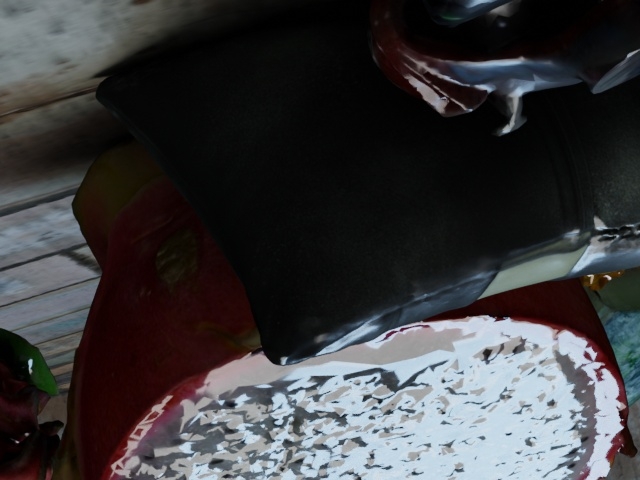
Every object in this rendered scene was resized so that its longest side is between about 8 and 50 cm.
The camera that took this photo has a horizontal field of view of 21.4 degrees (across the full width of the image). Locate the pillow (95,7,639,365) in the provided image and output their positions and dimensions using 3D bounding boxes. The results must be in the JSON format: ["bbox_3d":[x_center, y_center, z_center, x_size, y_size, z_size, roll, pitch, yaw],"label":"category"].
[{"bbox_3d":[0.050,-0.039,0.704,0.249,0.186,0.106,-14,133,-26],"label":"pillow"}]

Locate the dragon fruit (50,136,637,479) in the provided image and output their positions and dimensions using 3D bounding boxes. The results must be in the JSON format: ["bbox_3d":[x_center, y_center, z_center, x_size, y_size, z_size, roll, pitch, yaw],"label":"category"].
[{"bbox_3d":[-0.002,0.046,0.896,0.305,0.226,0.305,-8,139,-7],"label":"dragon fruit"}]

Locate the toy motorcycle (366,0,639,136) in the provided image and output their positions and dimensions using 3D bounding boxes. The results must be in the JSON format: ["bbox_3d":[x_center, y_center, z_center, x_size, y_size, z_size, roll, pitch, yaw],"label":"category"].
[{"bbox_3d":[0.103,-0.093,0.629,0.213,0.082,0.122,-11,171,-41],"label":"toy motorcycle"}]

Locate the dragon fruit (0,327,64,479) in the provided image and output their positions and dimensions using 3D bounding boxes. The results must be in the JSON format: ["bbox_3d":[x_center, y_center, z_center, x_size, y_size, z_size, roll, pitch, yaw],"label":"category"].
[{"bbox_3d":[-0.324,0.190,1.291,0.233,0.293,0.234,27,173,4],"label":"dragon fruit"}]

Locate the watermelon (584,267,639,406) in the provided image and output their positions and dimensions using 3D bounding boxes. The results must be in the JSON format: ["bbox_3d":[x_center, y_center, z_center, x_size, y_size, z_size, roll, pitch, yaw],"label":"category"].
[{"bbox_3d":[0.159,0.024,1.301,0.387,0.258,0.228,-34,163,-46],"label":"watermelon"}]

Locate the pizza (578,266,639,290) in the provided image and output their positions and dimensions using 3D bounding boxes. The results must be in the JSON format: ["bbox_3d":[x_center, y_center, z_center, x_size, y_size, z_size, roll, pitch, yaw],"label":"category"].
[{"bbox_3d":[0.204,-0.038,1.061,0.365,0.074,0.182,-33,155,1],"label":"pizza"}]
